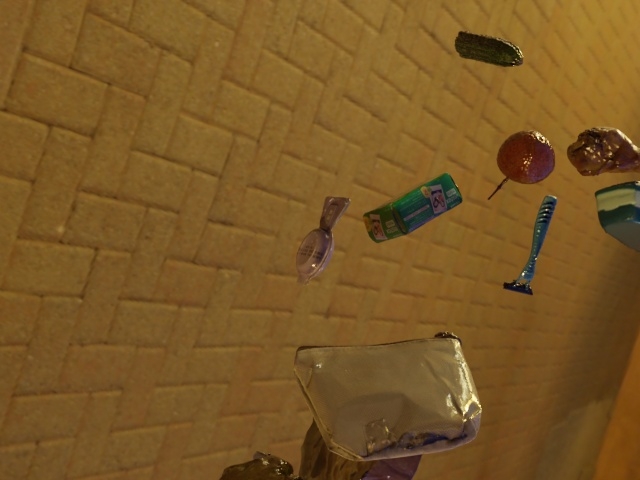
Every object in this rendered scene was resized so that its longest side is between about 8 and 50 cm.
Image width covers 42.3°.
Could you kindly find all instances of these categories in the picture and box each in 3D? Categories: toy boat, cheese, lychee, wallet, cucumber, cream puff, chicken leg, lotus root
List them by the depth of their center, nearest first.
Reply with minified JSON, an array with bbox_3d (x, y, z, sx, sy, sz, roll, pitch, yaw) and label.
[{"bbox_3d":[0.515,-0.009,1.210,0.299,0.096,0.061,20,67,-33],"label":"toy boat"},{"bbox_3d":[0.127,0.265,1.445,0.275,0.335,0.068,-109,-161,-53],"label":"wallet"},{"bbox_3d":[0.376,-0.150,1.545,0.114,0.101,0.140,-16,175,-16],"label":"lychee"},{"bbox_3d":[-0.131,0.529,1.579,0.244,0.244,0.196,-22,93,-57],"label":"cream puff"},{"bbox_3d":[0.000,0.000,1.633,0.042,0.105,0.191,27,82,-29],"label":"cheese"},{"bbox_3d":[0.636,-0.167,1.705,0.087,0.251,0.107,-50,151,-42],"label":"chicken leg"},{"bbox_3d":[0.080,0.400,1.712,0.390,0.111,0.375,-47,-151,46],"label":"lotus root"},{"bbox_3d":[0.431,-0.492,2.122,0.077,0.265,0.077,-7,110,-21],"label":"cucumber"}]

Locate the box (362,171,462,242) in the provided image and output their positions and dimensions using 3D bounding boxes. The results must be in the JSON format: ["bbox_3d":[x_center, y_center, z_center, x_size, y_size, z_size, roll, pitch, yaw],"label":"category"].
[{"bbox_3d":[0.259,-0.091,2.338,0.250,0.180,0.103,-30,95,-27],"label":"box"}]

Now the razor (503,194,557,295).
[{"bbox_3d":[0.526,0.012,2.018,0.042,0.082,0.253,-126,-128,-74],"label":"razor"}]

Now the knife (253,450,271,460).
[{"bbox_3d":[-0.088,0.521,1.828,0.043,0.081,0.336,-67,149,-30],"label":"knife"}]
